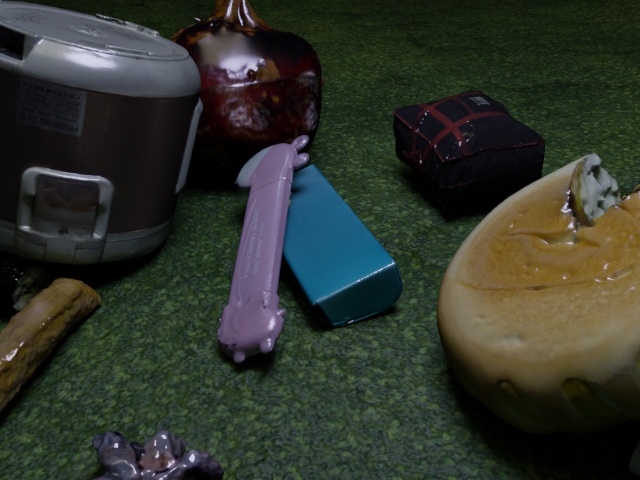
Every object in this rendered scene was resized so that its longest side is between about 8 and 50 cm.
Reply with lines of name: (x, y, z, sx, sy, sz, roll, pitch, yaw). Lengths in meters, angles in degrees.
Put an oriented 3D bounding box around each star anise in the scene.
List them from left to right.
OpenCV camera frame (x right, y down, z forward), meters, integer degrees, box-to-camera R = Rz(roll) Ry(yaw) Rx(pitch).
star anise: (-0.155, 0.229, 0.588, 0.180, 0.061, 0.204, -14, 34, -18)

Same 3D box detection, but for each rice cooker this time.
rice cooker: (-0.337, -0.134, 0.953, 0.335, 0.325, 0.335, 15, 21, -6)

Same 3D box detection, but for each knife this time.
knife: (-0.075, -0.002, 0.909, 0.132, 0.038, 0.399, -25, 37, 25)

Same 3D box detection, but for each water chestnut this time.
water chestnut: (-0.157, -0.285, 1.178, 0.335, 0.347, 0.335, -3, 21, 1)

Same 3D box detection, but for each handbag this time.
handbag: (0.221, -0.145, 1.087, 0.169, 0.155, 0.215, -18, 36, -11)

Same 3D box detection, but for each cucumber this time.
cucumber: (-0.494, 0.041, 0.910, 0.300, 0.072, 0.072, 8, 33, 16)

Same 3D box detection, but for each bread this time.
bread: (0.269, 0.060, 0.682, 0.333, 0.160, 0.333, -36, 27, 21)

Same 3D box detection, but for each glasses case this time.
glasses case: (-0.001, 0.001, 0.949, 0.117, 0.070, 0.301, -25, 37, -6)

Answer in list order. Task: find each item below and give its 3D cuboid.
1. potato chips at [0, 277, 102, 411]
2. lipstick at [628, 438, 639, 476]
potato chips: (-0.341, 0.149, 0.723, 0.057, 0.080, 0.407, 14, 34, 6)
lipstick: (0.339, 0.215, 0.597, 0.130, 0.038, 0.038, 23, 40, 36)
